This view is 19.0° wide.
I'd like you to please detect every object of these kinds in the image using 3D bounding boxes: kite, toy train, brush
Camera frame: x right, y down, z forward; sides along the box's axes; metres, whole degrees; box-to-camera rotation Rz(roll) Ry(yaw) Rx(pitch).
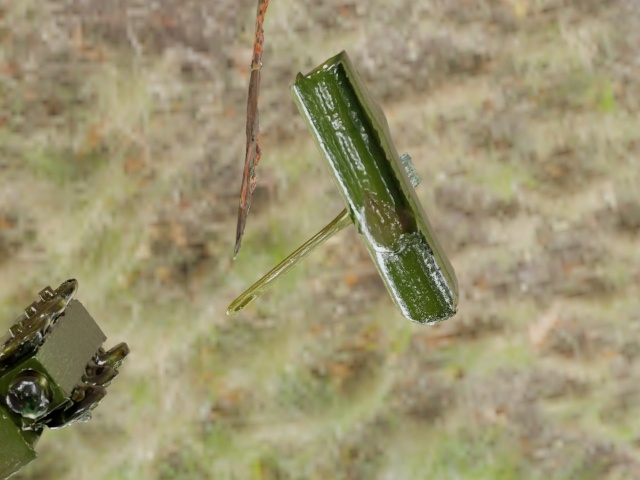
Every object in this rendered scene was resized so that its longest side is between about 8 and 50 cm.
[{"bbox_3d":[-0.038,-0.039,0.977,0.008,0.125,0.222,7,145,1],"label":"kite"},{"bbox_3d":[-0.226,0.109,1.439,0.137,0.225,0.090,-35,97,8],"label":"toy train"},{"bbox_3d":[0.000,0.000,1.628,0.205,0.011,0.083,-38,165,1],"label":"brush"}]

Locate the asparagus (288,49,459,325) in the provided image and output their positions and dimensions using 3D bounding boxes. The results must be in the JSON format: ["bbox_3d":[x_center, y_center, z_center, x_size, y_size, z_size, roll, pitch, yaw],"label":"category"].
[{"bbox_3d":[0.043,-0.042,1.516,0.060,0.067,0.277,0,132,33],"label":"asparagus"}]
